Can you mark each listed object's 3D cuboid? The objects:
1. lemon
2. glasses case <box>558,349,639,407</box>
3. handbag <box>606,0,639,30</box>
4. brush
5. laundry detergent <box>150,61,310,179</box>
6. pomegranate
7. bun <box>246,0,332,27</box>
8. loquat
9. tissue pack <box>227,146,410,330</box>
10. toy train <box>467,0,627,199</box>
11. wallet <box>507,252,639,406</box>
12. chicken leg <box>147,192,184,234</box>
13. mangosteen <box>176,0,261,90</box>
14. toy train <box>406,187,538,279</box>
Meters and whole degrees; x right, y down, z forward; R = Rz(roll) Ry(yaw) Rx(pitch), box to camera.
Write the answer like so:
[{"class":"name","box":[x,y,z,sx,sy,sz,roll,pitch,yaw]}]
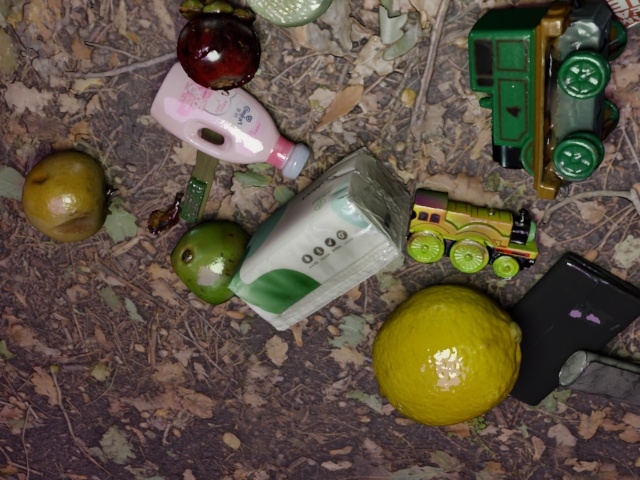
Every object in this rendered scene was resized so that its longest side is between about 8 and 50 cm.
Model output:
[{"class":"lemon","box":[0.279,0.255,1.455,0.336,0.336,0.335,6,123,9]},{"class":"glasses case","box":[0.714,0.334,1.511,0.299,0.060,0.114,16,127,-13]},{"class":"handbag","box":[0.515,-0.484,1.038,0.171,0.151,0.298,-18,133,34]},{"class":"brush","box":[-0.271,-0.155,1.481,0.054,0.048,0.282,23,122,-1]},{"class":"laundry detergent","box":[-0.182,-0.239,1.368,0.335,0.088,0.159,30,98,-8]},{"class":"pomegranate","box":[-0.218,0.055,1.517,0.159,0.190,0.241,-39,106,15]},{"class":"bun","box":[-0.056,-0.490,1.174,0.196,0.118,0.195,8,121,15]},{"class":"loquat","box":[-0.583,-0.095,1.500,0.213,0.213,0.213,6,123,9]},{"class":"tissue pack","box":[-0.001,-0.001,1.381,0.356,0.266,0.194,-36,108,28]},{"class":"toy train","box":[0.400,-0.264,1.171,0.249,0.178,0.429,11,132,29]},{"class":"wallet","box":[0.539,0.222,1.517,0.229,0.062,0.406,28,124,-6]},{"class":"chicken leg","box":[-0.372,-0.061,1.572,0.145,0.037,0.062,-30,97,29]},{"class":"mangosteen","box":[-0.197,-0.385,1.257,0.166,0.166,0.180,-6,89,17]},{"class":"toy train","box":[0.325,-0.014,1.396,0.297,0.100,0.160,11,122,6]}]
